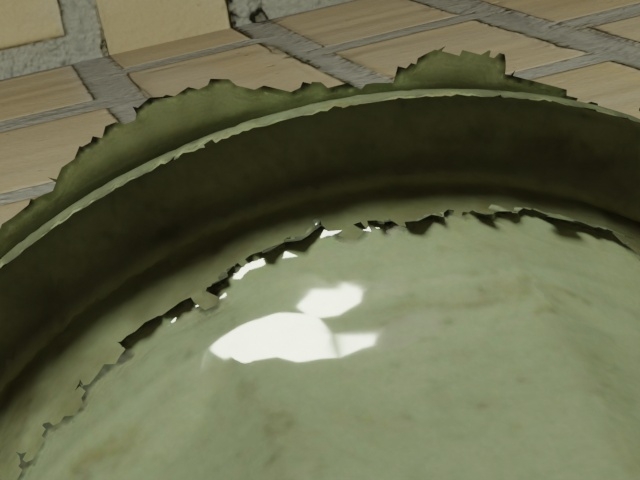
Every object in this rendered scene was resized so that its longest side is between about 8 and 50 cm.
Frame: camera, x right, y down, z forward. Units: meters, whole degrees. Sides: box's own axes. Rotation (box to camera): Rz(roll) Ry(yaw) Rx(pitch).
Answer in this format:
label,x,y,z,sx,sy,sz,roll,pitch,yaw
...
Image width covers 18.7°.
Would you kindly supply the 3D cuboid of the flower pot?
label,x,y,z,sx,sy,sz,roll,pitch,yaw
flower pot,0.037,0.141,0.364,0.290,0.290,0.259,-13,28,-7
